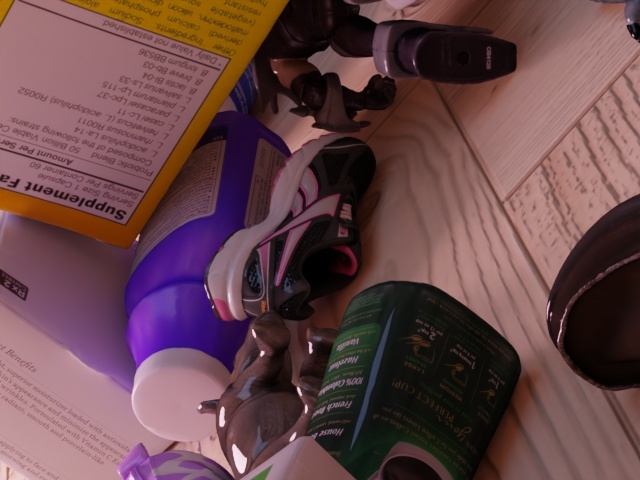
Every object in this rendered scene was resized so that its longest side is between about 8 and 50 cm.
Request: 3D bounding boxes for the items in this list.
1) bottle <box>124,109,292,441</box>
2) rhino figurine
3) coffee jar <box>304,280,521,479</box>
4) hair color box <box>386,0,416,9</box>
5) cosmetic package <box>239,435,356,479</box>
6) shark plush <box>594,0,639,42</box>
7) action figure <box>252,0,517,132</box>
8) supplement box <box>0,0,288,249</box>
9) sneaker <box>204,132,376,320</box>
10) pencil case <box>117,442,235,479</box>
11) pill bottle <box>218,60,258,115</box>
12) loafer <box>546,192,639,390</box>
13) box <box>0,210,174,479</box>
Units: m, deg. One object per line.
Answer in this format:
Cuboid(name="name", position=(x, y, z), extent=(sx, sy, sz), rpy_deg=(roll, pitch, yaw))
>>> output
Cuboid(name="bottle", position=(-0.081, 0.024, 1.397), extent=(0.118, 0.092, 0.283), rpy_deg=(-43, 23, 29))
Cuboid(name="rhino figurine", position=(-0.025, 0.103, 1.171), extent=(0.243, 0.073, 0.106), rpy_deg=(-134, 58, -70))
Cuboid(name="coffee jar", position=(0.031, 0.118, 1.002), extent=(0.079, 0.096, 0.184), rpy_deg=(-22, 36, 50))
Cuboid(name="hair color box", position=(0.101, -0.302, 1.393), extent=(0.339, 0.185, 0.110), rpy_deg=(-22, 37, 53))
Cuboid(name="cosmetic package", position=(-0.096, 0.273, 0.903), extent=(0.365, 0.155, 0.197), rpy_deg=(-38, 14, 35))
Cuboid(name="shark plush", position=(0.201, -0.148, 1.166), extent=(0.161, 0.073, 0.067), rpy_deg=(48, 122, 49))
Cuboid(name="action figure", position=(0.019, -0.162, 1.388), extent=(0.099, 0.185, 0.285), rpy_deg=(-18, 16, -22))
Cuboid(name="supplement box", position=(-0.151, -0.202, 1.362), extent=(0.356, 0.194, 0.195), rpy_deg=(-54, 34, 28))
Cuboid(name="sneaker", position=(0.000, 0.000, 1.318), extent=(0.077, 0.072, 0.178), rpy_deg=(13, 47, 26))
Cuboid(name="pencil case", position=(-0.070, 0.191, 1.116), extent=(0.086, 0.088, 0.206), rpy_deg=(-50, 20, 4))
Cuboid(name="pill bottle", position=(-0.128, -0.139, 1.672), extent=(0.152, 0.152, 0.272), rpy_deg=(-33, 29, 43))
Cuboid(name="loafer", position=(0.182, 0.013, 0.864), extent=(0.220, 0.080, 0.078), rpy_deg=(-36, 26, 39))
Cuboid(name="box", position=(-0.194, 0.070, 1.439), extent=(0.119, 0.181, 0.182), rpy_deg=(-43, 23, 25))
